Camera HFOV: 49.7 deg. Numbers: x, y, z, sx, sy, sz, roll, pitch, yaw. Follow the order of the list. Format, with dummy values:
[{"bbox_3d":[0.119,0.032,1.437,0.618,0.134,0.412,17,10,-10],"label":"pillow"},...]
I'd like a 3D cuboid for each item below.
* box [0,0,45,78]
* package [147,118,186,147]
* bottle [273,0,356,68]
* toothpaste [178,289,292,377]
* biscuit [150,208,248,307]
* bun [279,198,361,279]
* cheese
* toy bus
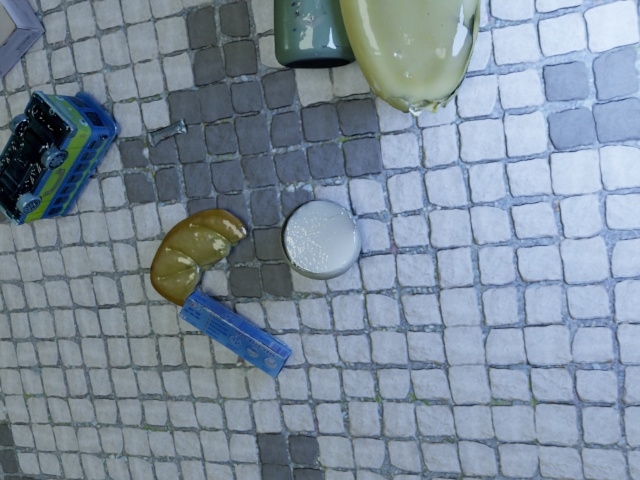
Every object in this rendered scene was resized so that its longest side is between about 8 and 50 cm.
[{"bbox_3d":[-0.837,-0.562,1.716,0.203,0.106,0.252,-34,87,26],"label":"box"},{"bbox_3d":[-0.361,-0.252,1.620,0.110,0.015,0.037,-16,94,27],"label":"package"},{"bbox_3d":[-0.010,-0.516,1.336,0.168,0.168,0.347,1,96,23],"label":"bottle"},{"bbox_3d":[-0.198,0.215,1.608,0.272,0.053,0.066,31,114,7],"label":"toothpaste"},{"bbox_3d":[-0.303,0.027,1.637,0.154,0.045,0.299,46,113,9],"label":"biscuit"},{"bbox_3d":[0.000,0.000,1.456,0.172,0.120,0.173,0,84,2],"label":"bun"},{"bbox_3d":[0.175,-0.389,1.270,0.259,0.128,0.316,-10,100,4],"label":"cheese"},{"bbox_3d":[-0.654,-0.200,1.662,0.152,0.190,0.312,44,114,10],"label":"toy bus"}]
